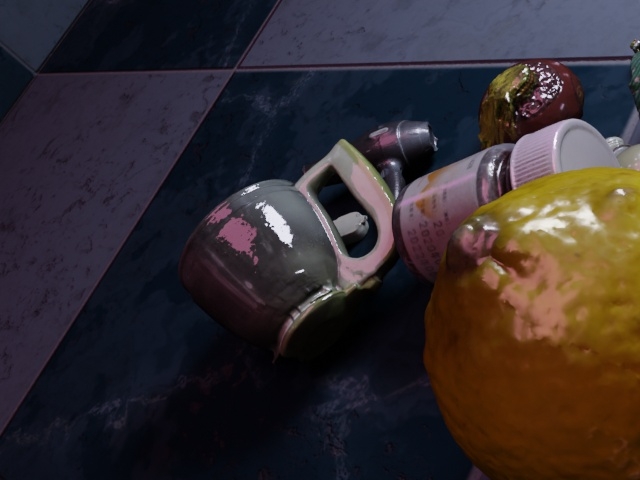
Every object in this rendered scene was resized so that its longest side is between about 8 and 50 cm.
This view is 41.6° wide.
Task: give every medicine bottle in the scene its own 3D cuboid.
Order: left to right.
[{"bbox_3d":[0.237,-0.041,1.092,0.273,0.165,0.165,-24,42,47],"label":"medicine bottle"}]

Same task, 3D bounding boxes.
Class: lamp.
[{"bbox_3d":[0.303,-0.201,1.236,0.156,0.135,0.157,-14,47,32],"label":"lamp"},{"bbox_3d":[0.410,-0.098,1.108,0.091,0.091,0.163,-34,26,13],"label":"lamp"}]

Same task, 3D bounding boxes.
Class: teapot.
[{"bbox_3d":[-0.024,0.041,1.280,0.322,0.239,0.239,-35,62,-18],"label":"teapot"}]

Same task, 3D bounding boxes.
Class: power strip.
[{"bbox_3d":[0.000,0.000,1.409,0.191,0.030,0.047,-21,47,26],"label":"power strip"}]

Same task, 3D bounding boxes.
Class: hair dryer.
[{"bbox_3d":[0.077,-0.070,1.339,0.236,0.091,0.271,-17,45,19],"label":"hair dryer"}]

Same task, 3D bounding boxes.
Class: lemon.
[{"bbox_3d":[0.269,0.098,0.836,0.350,0.387,0.349,-43,31,34],"label":"lemon"}]

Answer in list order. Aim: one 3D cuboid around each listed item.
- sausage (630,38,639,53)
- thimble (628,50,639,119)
[{"bbox_3d":[0.573,-0.247,1.093,0.372,0.082,0.082,19,71,48],"label":"sausage"},{"bbox_3d":[0.462,-0.194,1.092,0.090,0.135,0.118,-9,59,33],"label":"thimble"}]
